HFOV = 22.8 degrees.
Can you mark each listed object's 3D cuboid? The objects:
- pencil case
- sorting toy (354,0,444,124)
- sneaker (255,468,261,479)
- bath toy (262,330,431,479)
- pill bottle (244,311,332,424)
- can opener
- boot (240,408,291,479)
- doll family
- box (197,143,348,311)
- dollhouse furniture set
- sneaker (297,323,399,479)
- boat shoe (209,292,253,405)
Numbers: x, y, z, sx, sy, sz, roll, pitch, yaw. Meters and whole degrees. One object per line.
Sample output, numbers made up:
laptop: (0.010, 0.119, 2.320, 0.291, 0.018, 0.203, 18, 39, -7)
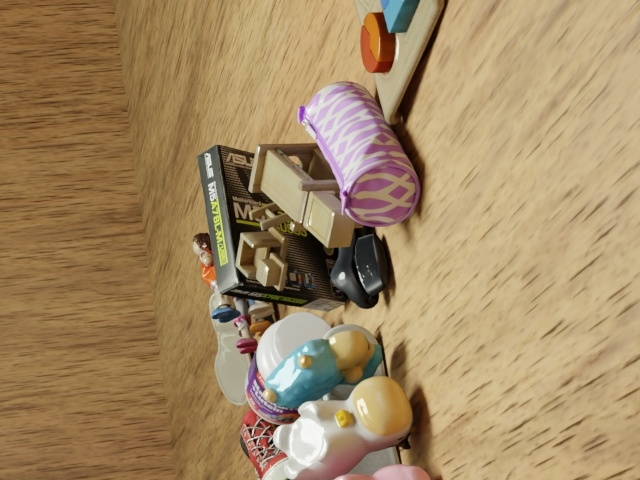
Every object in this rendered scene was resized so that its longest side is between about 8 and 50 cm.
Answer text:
pencil case: (0.039, -0.095, 1.678, 0.206, 0.088, 0.086, -117, 31, -56)
sorting toy: (0.055, -0.302, 1.624, 0.229, 0.041, 0.307, 106, 155, -58)
sneaker: (-0.062, 0.323, 2.393, 0.071, 0.068, 0.170, 76, -173, -52)
bath toy: (0.060, 0.269, 1.672, 0.151, 0.129, 0.348, -38, 55, 30)
pill bottle: (-0.035, 0.164, 2.062, 0.193, 0.108, 0.108, 112, 150, -64)
can opener: (0.041, -0.006, 1.813, 0.059, 0.073, 0.186, 40, -148, -48)
boot: (-0.066, 0.287, 2.110, 0.176, 0.088, 0.244, 58, 174, 22)
doll family: (-0.110, 0.055, 2.404, 0.263, 0.118, 0.163, 68, -176, -68)
box: (-0.057, -0.013, 1.937, 0.045, 0.191, 0.184, -25, 64, 39)
dollhouse furniture set: (0.000, 0.000, 1.762, 0.182, 0.101, 0.161, 43, 129, 49)
sneaker: (0.029, 0.254, 1.856, 0.147, 0.105, 0.295, 128, 141, -74)
boat shoe: (-0.137, 0.175, 2.672, 0.065, 0.075, 0.206, -30, -64, -56)
